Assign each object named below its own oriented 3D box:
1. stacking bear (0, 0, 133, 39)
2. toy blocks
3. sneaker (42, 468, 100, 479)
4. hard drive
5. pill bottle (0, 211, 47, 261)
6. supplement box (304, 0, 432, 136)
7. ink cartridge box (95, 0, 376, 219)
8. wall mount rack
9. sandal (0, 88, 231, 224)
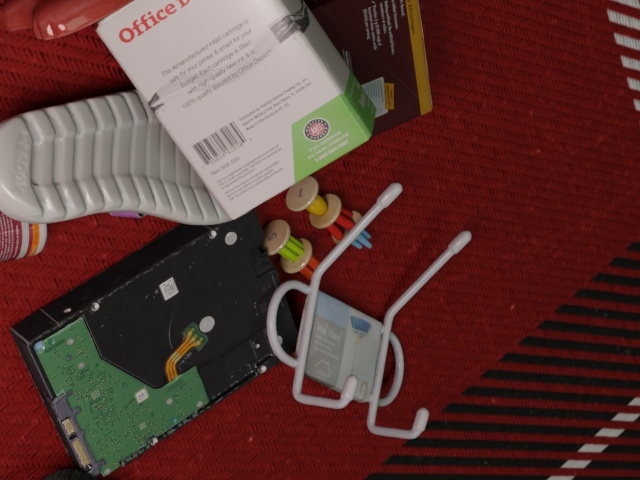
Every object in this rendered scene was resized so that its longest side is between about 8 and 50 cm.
[{"bbox_3d":[-0.296,-0.379,1.536,0.164,0.175,0.289,-30,116,-22],"label":"stacking bear"},{"bbox_3d":[0.000,0.000,1.965,0.148,0.054,0.123,37,84,-40],"label":"toy blocks"},{"bbox_3d":[-0.267,0.383,1.870,0.286,0.130,0.109,37,45,-27],"label":"sneaker"},{"bbox_3d":[-0.200,0.123,1.859,0.339,0.064,0.237,-34,124,-23],"label":"hard drive"},{"bbox_3d":[-0.392,-0.013,1.647,0.152,0.086,0.086,-12,114,-34],"label":"pill bottle"},{"bbox_3d":[0.017,-0.231,1.837,0.194,0.129,0.191,-25,121,-27],"label":"supplement box"},{"bbox_3d":[-0.092,-0.194,1.673,0.198,0.115,0.273,-29,106,17],"label":"ink cartridge box"},{"bbox_3d":[0.079,0.099,1.991,0.350,0.130,0.304,31,66,-53],"label":"wall mount rack"},{"bbox_3d":[-0.237,-0.093,1.718,0.416,0.102,0.169,0,77,-49],"label":"sandal"}]
